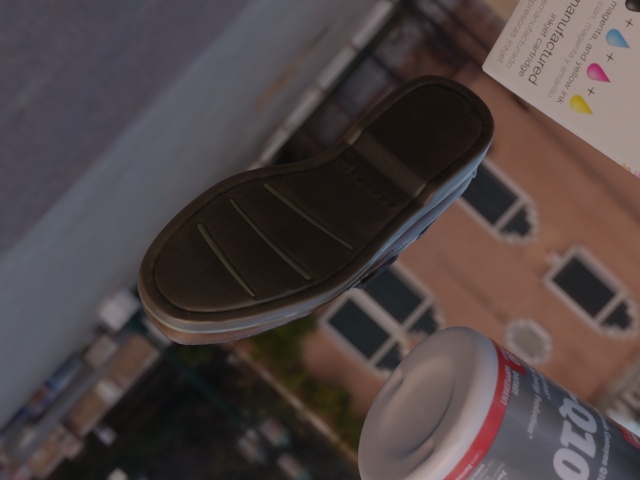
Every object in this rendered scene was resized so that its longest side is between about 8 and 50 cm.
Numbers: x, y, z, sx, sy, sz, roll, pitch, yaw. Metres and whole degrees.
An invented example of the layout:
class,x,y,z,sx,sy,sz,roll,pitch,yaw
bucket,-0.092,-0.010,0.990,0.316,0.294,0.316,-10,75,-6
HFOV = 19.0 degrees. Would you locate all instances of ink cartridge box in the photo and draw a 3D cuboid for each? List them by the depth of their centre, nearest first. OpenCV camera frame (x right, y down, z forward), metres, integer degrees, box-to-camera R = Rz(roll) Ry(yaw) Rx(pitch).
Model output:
class,x,y,z,sx,sy,sz,roll,pitch,yaw
ink cartridge box,0.256,-0.104,1.126,0.168,0.232,0.171,7,117,-54

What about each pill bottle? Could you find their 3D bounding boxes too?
class,x,y,z,sx,sy,sz,roll,pitch,yaw
pill bottle,0.186,0.206,1.608,0.161,0.283,0.161,-44,-153,29

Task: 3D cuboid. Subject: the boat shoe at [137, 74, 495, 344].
class,x,y,z,sx,sy,sz,roll,pitch,yaw
boat shoe,0.000,0.000,1.328,0.307,0.111,0.104,-29,158,-31
